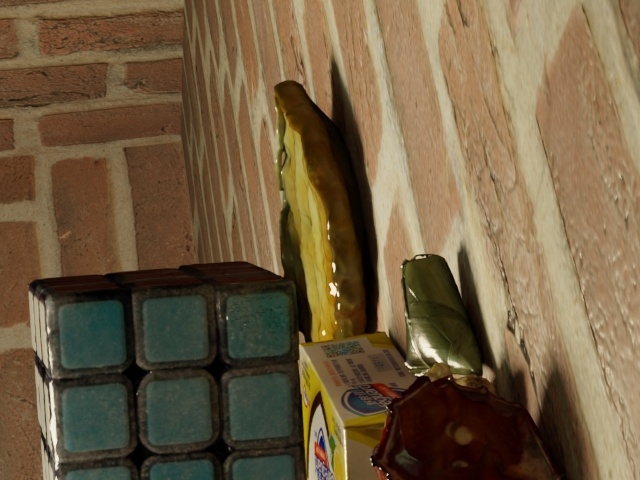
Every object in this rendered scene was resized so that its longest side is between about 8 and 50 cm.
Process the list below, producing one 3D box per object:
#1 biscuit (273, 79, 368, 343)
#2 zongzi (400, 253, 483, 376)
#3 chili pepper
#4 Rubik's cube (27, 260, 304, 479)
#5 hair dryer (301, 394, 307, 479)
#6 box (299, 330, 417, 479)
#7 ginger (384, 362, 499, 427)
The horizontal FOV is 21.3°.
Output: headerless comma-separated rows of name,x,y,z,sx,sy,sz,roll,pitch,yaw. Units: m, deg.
biscuit,0.000,0.000,1.990,0.335,0.078,0.329,97,162,-56
zongzi,0.105,0.061,1.406,0.113,0.052,0.104,172,90,-72
chili pepper,0.116,0.223,1.278,0.252,0.144,0.136,82,-158,-52
Rubik's cube,-0.193,0.191,2.097,0.304,0.305,0.301,-167,72,-79
hair dryer,-0.005,0.244,2.166,0.278,0.090,0.135,120,145,-65
box,0.050,0.209,1.693,0.265,0.097,0.168,-122,28,-71
ginger,0.114,0.180,1.396,0.258,0.065,0.149,126,125,-68
